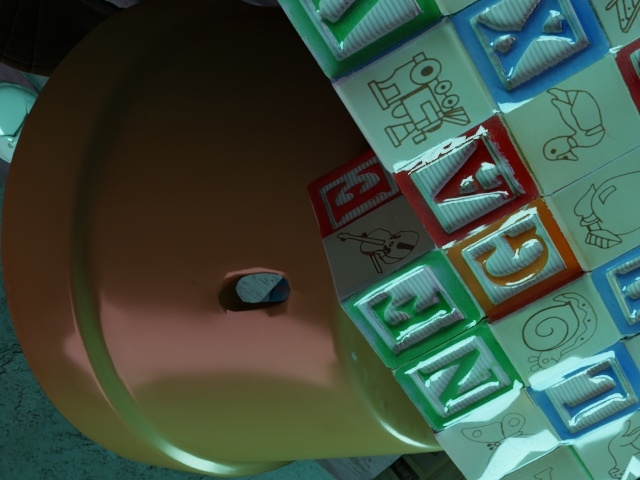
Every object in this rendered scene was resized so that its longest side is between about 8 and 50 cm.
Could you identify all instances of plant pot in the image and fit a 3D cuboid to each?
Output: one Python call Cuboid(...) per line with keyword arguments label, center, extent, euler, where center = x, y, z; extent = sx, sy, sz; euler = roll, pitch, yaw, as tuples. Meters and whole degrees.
Cuboid(label="plant pot", center=(0.000, 0.000, 0.670), extent=(0.203, 0.291, 0.291), euler=(4, 142, 44))

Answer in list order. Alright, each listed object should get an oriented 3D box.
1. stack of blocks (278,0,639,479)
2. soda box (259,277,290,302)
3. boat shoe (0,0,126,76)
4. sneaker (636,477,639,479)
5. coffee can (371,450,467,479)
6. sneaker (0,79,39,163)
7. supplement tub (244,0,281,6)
Cuboid(label="stack of blocks", center=(0.083, -0.026, 0.474), extent=(0.297, 0.171, 0.087), euler=(54, -168, -36))
Cuboid(label="soda box", center=(0.015, 0.110, 1.355), extent=(0.183, 0.058, 0.063), euler=(32, 163, 36))
Cuboid(label="boat shoe", center=(-0.211, -0.172, 0.981), extent=(0.224, 0.080, 0.073), euler=(16, -173, -25))
Cuboid(label="sneaker", center=(0.231, 0.162, 0.613), extent=(0.300, 0.111, 0.121), euler=(31, 153, -13))
Cuboid(label="coffee can", center=(0.128, 0.217, 0.821), extent=(0.201, 0.275, 0.201), euler=(52, 176, 5))
Cuboid(label="sneaker", center=(-0.367, -0.124, 1.685), extent=(0.123, 0.106, 0.290), euler=(18, 161, 41))
Cuboid(label="supplement tub", center=(-0.040, -0.181, 0.512), extent=(0.190, 0.117, 0.117), euler=(41, 166, 10))
